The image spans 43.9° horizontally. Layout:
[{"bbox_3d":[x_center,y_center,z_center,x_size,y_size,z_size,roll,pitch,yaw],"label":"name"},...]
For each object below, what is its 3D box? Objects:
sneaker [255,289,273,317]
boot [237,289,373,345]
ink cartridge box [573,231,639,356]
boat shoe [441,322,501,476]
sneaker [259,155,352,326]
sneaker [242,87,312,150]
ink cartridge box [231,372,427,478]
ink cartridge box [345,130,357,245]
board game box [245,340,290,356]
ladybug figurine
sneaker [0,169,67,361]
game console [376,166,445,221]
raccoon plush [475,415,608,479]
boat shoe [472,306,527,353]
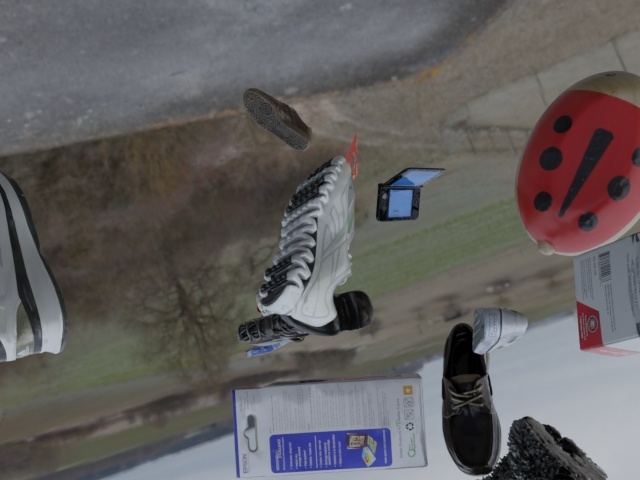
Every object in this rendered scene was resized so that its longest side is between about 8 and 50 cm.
[{"bbox_3d":[-0.095,0.173,2.229,0.145,0.090,0.270,-19,164,8],"label":"sneaker"},{"bbox_3d":[-0.056,0.145,1.382,0.229,0.091,0.263,-18,163,32],"label":"boot"},{"bbox_3d":[0.613,0.094,1.475,0.114,0.197,0.273,12,158,-24],"label":"ink cartridge box"},{"bbox_3d":[0.318,0.342,1.760,0.132,0.355,0.130,-14,138,14],"label":"boat shoe"},{"bbox_3d":[0.000,0.000,1.243,0.118,0.292,0.110,30,150,-22],"label":"sneaker"},{"bbox_3d":[-0.095,-0.279,1.783,0.066,0.188,0.071,-33,-155,35],"label":"sneaker"},{"bbox_3d":[0.018,0.360,1.548,0.371,0.175,0.069,-3,179,-2],"label":"ink cartridge box"},{"bbox_3d":[0.059,-0.084,1.644,0.056,0.224,0.181,20,156,11],"label":"ink cartridge box"},{"bbox_3d":[-0.139,0.281,2.115,0.090,0.020,0.090,-18,-179,39],"label":"board game box"},{"bbox_3d":[0.597,-0.172,1.749,0.305,0.449,0.162,24,-179,16],"label":"ladybug figurine"},{"bbox_3d":[-0.634,0.034,1.388,0.257,0.447,0.169,-11,139,-34],"label":"sneaker"},{"bbox_3d":[0.171,-0.086,1.495,0.122,0.107,0.071,-3,-170,-45],"label":"game console"},{"bbox_3d":[0.360,0.516,1.471,0.299,0.216,0.446,-55,165,12],"label":"raccoon plush"},{"bbox_3d":[0.308,0.158,1.372,0.076,0.083,0.226,3,175,5],"label":"boat shoe"}]
